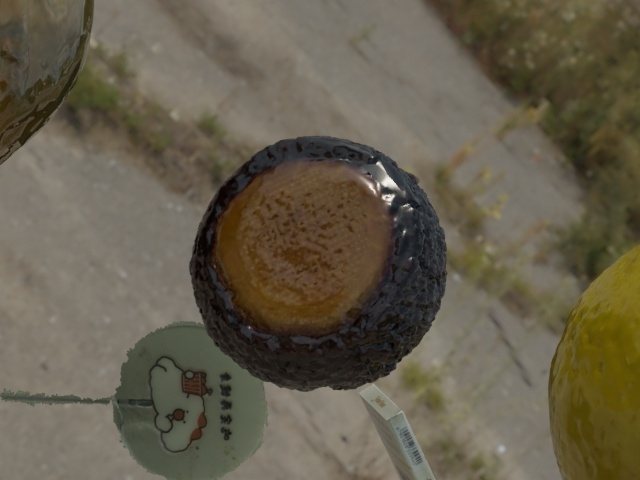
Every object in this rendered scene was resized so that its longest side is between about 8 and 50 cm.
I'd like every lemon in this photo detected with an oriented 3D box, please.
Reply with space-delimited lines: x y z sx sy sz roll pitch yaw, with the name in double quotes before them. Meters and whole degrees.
"lemon" 0.192 0.074 0.654 0.178 0.178 0.203 36 -11 -29

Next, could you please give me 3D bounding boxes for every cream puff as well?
"cream puff" 0.000 0.026 1.414 0.239 0.239 0.165 56 3 24

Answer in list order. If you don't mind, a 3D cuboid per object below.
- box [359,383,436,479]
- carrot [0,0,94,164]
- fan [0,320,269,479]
"box" 0.095 0.238 1.638 0.167 0.024 0.090 64 -10 -21
"carrot" -0.278 -0.089 0.780 0.224 0.224 0.340 47 52 -2
"fan" -0.220 0.188 1.808 0.009 0.329 0.190 -19 108 -78
